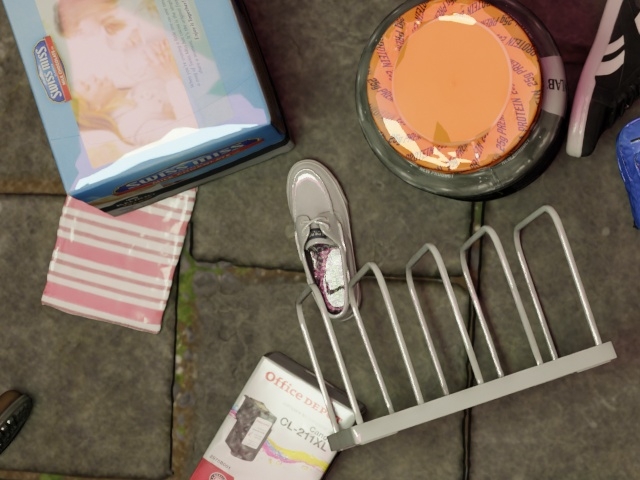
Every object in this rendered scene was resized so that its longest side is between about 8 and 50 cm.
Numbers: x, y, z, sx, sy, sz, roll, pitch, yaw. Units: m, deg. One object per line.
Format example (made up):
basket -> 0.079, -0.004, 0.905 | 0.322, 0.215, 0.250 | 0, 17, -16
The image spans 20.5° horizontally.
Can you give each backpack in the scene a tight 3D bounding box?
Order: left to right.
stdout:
backpack -> 0.369, -0.080, 1.874 | 0.098, 0.101, 0.120 | -14, 84, 2

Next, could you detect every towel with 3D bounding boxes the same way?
towel -> -0.225, -0.003, 2.004 | 0.144, 0.029, 0.197 | 15, 93, 6

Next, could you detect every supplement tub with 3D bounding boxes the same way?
supplement tub -> 0.148, -0.144, 1.787 | 0.207, 0.338, 0.207 | 0, 90, 8

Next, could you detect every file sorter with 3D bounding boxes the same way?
file sorter -> 0.127, 0.093, 1.832 | 0.277, 0.193, 0.173 | -18, 83, -10

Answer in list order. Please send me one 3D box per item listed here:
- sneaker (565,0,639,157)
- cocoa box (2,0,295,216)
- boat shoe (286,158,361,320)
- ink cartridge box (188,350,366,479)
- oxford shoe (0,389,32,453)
sneaker -> 0.338, -0.173, 1.853 | 0.121, 0.079, 0.217 | 16, 65, 11
cocoa box -> -0.197, -0.230, 1.880 | 0.231, 0.228, 0.347 | -20, 84, 3
boat shoe -> 0.000, 0.000, 1.949 | 0.066, 0.063, 0.184 | -8, 89, 9
ink cartridge box -> -0.049, 0.228, 1.952 | 0.127, 0.072, 0.175 | 31, 95, 8
oxford shoe -> -0.427, 0.234, 2.008 | 0.227, 0.083, 0.096 | -38, 80, 6
